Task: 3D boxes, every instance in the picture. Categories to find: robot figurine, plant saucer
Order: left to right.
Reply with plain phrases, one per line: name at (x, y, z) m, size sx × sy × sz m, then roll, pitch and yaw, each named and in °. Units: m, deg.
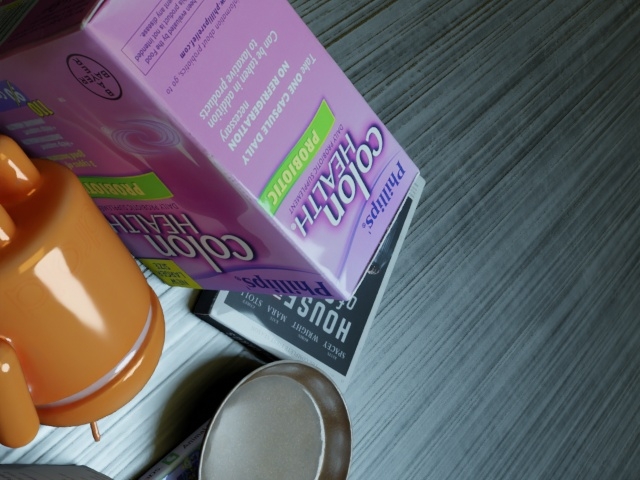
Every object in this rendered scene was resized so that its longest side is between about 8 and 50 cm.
robot figurine at (-0.181, 0.037, 0.558) m, size 0.128 × 0.158 × 0.219 m, roll -36°, pitch 133°, yaw -11°
plant saucer at (-0.041, 0.184, 0.736) m, size 0.168 × 0.029 × 0.168 m, roll 0°, pitch 90°, yaw -43°

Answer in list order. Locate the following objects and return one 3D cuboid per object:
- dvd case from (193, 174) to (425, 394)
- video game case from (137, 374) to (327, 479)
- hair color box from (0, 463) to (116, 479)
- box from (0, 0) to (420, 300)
dvd case at (0.000, 0.000, 0.805) m, size 0.179 × 0.030 × 0.238 m, roll 36°, pitch 66°, yaw -36°
video game case at (-0.061, 0.250, 0.756) m, size 0.193 × 0.023 × 0.212 m, roll -37°, pitch 115°, yaw -36°
hair color box at (-0.248, 0.188, 0.475) m, size 0.339 × 0.185 × 0.110 m, roll 17°, pitch 80°, yaw -41°
box at (-0.096, -0.078, 0.591) m, size 0.243 × 0.214 × 0.117 m, roll 46°, pitch 61°, yaw -33°
